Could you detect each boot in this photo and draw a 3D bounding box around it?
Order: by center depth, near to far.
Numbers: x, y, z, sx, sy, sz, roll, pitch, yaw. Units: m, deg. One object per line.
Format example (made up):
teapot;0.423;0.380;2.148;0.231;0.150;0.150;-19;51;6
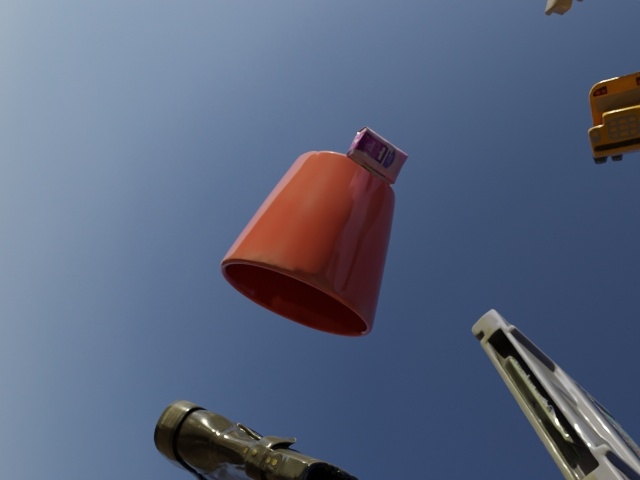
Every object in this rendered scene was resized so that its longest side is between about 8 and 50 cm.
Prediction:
boot;-0.047;0.274;0.656;0.228;0.263;0.091;7;-117;31

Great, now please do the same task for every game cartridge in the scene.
game cartridge;0.324;0.238;0.679;0.068;0.230;0.355;-50;-163;14

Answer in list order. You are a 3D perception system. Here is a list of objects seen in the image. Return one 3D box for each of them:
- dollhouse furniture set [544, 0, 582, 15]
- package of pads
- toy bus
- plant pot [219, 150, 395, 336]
dollhouse furniture set;0.471;-0.626;0.992;0.355;0.173;0.304;159;-52;-81
package of pads;0.084;-0.125;0.843;0.050;0.083;0.032;-63;-163;-15
toy bus;0.536;-0.206;0.972;0.108;0.332;0.130;-8;-87;36
plant pot;0.000;0.000;0.981;0.274;0.275;0.243;0;-121;44
